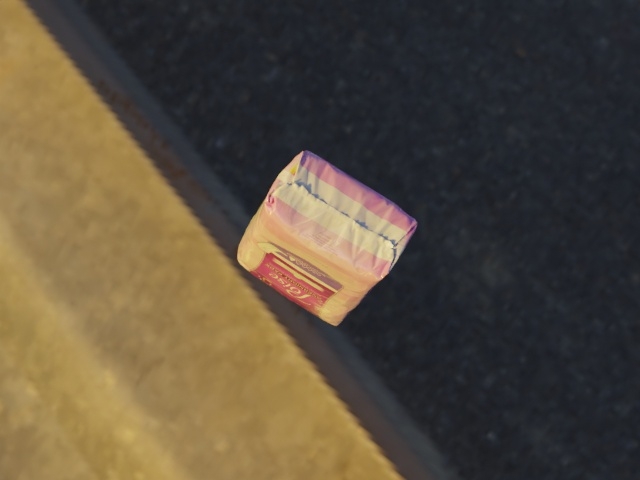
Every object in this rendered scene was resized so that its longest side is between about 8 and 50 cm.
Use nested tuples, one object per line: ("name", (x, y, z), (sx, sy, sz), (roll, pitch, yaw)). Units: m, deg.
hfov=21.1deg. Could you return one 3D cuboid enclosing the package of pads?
("package of pads", (0.000, 0.000, 0.618), (0.050, 0.083, 0.032), (34, 73, -1))
